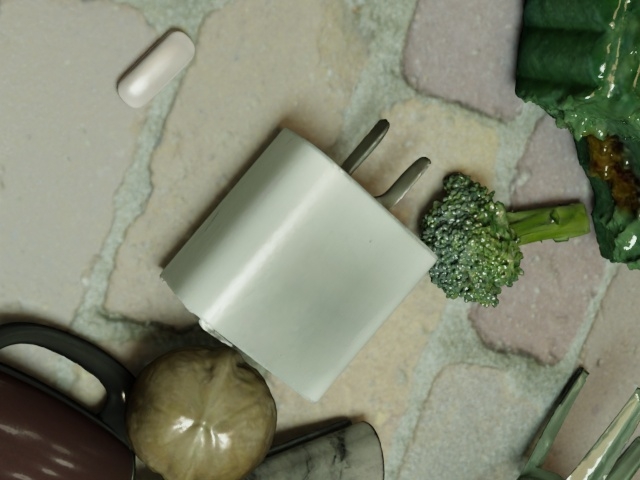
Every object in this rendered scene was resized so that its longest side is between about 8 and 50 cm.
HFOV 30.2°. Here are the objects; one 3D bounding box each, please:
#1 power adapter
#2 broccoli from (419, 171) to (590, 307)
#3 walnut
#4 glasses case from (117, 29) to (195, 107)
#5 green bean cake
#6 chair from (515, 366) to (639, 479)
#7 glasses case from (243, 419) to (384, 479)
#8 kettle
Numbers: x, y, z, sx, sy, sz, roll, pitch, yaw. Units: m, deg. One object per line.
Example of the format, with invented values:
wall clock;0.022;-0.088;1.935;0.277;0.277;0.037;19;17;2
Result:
power adapter;0.000;0.000;1.129;0.187;0.124;0.255;40;89;-27
broccoli;0.198;-0.008;1.225;0.204;0.122;0.118;-14;126;-31
walnut;-0.109;0.161;1.091;0.140;0.162;0.140;1;80;-6
glasses case;-0.149;-0.156;1.079;0.083;0.021;0.032;-46;118;-2
green bean cake;0.347;-0.119;1.184;0.300;0.169;0.308;3;101;-24
chair;0.262;0.283;1.279;0.190;0.203;0.275;45;79;-15
glasses case;-0.065;0.270;1.165;0.299;0.060;0.114;-13;112;-39
kettle;-0.278;0.176;1.085;0.232;0.144;0.202;30;65;-35
